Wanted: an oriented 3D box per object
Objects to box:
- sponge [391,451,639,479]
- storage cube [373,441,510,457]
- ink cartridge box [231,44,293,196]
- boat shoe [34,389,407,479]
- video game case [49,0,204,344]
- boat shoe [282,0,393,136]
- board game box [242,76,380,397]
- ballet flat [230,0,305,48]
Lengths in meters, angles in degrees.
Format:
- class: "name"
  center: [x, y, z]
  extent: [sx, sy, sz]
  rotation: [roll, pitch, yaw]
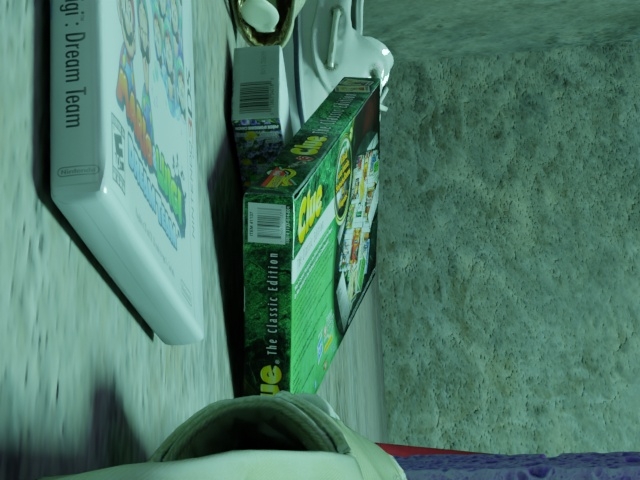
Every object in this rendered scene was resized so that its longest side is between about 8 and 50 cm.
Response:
- class: "sponge"
  center: [0.075, 0.175, 0.803]
  extent: [0.031, 0.210, 0.117]
  rotation: [-58, 145, -77]
- class: "storage cube"
  center: [0.136, 0.325, 1.425]
  extent: [0.215, 0.193, 0.183]
  rotation: [-84, 180, -64]
- class: "ink cartridge box"
  center: [-0.030, -0.047, 0.837]
  extent: [0.115, 0.029, 0.062]
  rotation: [84, 3, -46]
- class: "boat shoe"
  center: [-0.009, 0.092, 0.447]
  extent: [0.302, 0.109, 0.094]
  rotation: [9, 75, -83]
- class: "video game case"
  center: [-0.060, -0.054, 0.478]
  extent: [0.157, 0.019, 0.143]
  rotation: [73, 13, -71]
- class: "boat shoe"
  center: [0.008, -0.113, 1.026]
  extent: [0.096, 0.088, 0.267]
  rotation: [80, 7, -57]
- class: "board game box"
  center: [0.000, 0.000, 0.833]
  extent: [0.259, 0.030, 0.136]
  rotation: [-57, 152, -69]
- class: "ballet flat"
  center: [-0.030, -0.163, 0.799]
  extent: [0.168, 0.057, 0.052]
  rotation: [78, 18, -60]
